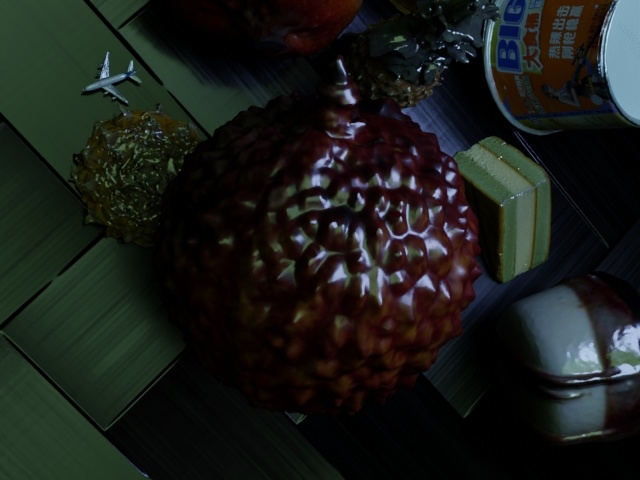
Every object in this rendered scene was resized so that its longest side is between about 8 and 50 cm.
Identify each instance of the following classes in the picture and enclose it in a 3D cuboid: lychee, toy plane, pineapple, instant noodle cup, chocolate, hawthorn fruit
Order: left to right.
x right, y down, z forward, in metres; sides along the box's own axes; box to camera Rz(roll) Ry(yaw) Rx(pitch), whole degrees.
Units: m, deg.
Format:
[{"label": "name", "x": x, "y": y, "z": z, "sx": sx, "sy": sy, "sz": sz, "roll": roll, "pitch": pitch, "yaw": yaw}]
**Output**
[{"label": "toy plane", "x": -0.295, "y": -0.225, "z": 1.255, "sx": 0.084, "sy": 0.024, "sz": 0.078, "roll": -23, "pitch": 100, "yaw": -13}, {"label": "pineapple", "x": -0.239, "y": -0.091, "z": 1.244, "sx": 0.225, "sy": 0.076, "sz": 0.224, "roll": 1, "pitch": 88, "yaw": -22}, {"label": "hawthorn fruit", "x": -0.076, "y": -0.403, "z": 1.217, "sx": 0.295, "sy": 0.295, "sz": 0.311, "roll": -12, "pitch": 90, "yaw": -20}, {"label": "lychee", "x": 0.000, "y": 0.000, "z": 1.120, "sx": 0.425, "sy": 0.500, "sz": 0.424, "roll": 5, "pitch": 44, "yaw": -5}, {"label": "pineapple", "x": 0.132, "y": -0.269, "z": 1.258, "sx": 0.170, "sy": 0.310, "sz": 0.141, "roll": -11, "pitch": 89, "yaw": -20}, {"label": "chocolate", "x": 0.371, "y": 0.198, "z": 1.351, "sx": 0.186, "sy": 0.283, "sz": 0.283, "roll": -15, "pitch": 93, "yaw": -18}, {"label": "instant noodle cup", "x": 0.425, "y": -0.297, "z": 1.373, "sx": 0.296, "sy": 0.214, "sz": 0.296, "roll": -8, "pitch": 105, "yaw": -31}]

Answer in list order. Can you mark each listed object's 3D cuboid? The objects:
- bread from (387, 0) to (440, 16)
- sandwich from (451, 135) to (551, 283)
[{"label": "bread", "x": 0.178, "y": -0.475, "z": 1.374, "sx": 0.195, "sy": 0.143, "sz": 0.269, "roll": -10, "pitch": 90, "yaw": -22}, {"label": "sandwich", "x": 0.291, "y": -0.049, "z": 1.463, "sx": 0.117, "sy": 0.144, "sz": 0.187, "roll": -25, "pitch": 132, "yaw": -19}]
